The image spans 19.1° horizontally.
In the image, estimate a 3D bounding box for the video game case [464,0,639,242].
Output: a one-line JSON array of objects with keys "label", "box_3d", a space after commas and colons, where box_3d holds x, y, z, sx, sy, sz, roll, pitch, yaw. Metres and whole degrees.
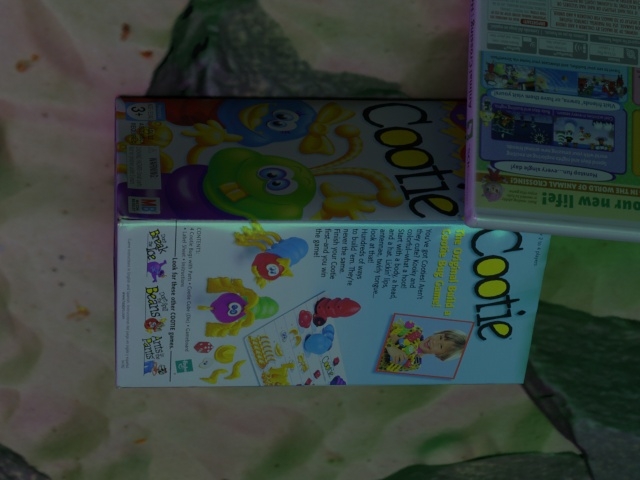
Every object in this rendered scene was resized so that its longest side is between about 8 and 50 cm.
[{"label": "video game case", "box_3d": [0.197, -0.094, 1.211, 0.212, 0.193, 0.023, 5, 167, -11]}]

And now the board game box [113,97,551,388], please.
[{"label": "board game box", "box_3d": [0.000, 0.000, 1.275, 0.275, 0.142, 0.144, 0, 128, -7]}]
